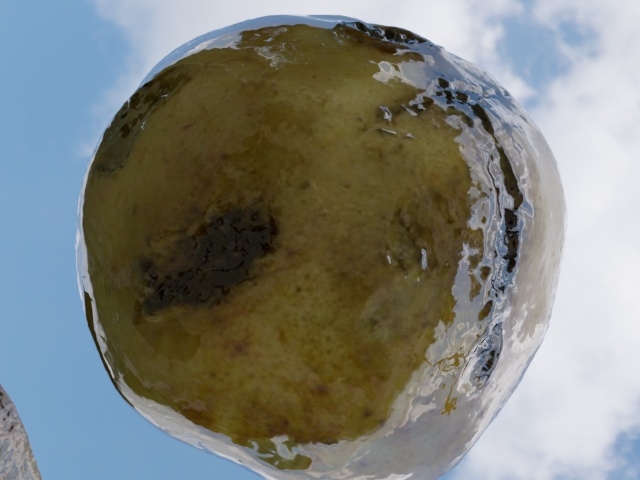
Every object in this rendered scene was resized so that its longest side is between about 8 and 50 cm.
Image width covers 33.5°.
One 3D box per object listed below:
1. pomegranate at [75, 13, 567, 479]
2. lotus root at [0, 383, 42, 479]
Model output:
[{"bbox_3d":[0.000,0.000,0.565,0.260,0.260,0.261,-11,-109,36],"label":"pomegranate"},{"bbox_3d":[-0.281,0.172,0.780,0.170,0.074,0.261,3,-67,31],"label":"lotus root"}]
